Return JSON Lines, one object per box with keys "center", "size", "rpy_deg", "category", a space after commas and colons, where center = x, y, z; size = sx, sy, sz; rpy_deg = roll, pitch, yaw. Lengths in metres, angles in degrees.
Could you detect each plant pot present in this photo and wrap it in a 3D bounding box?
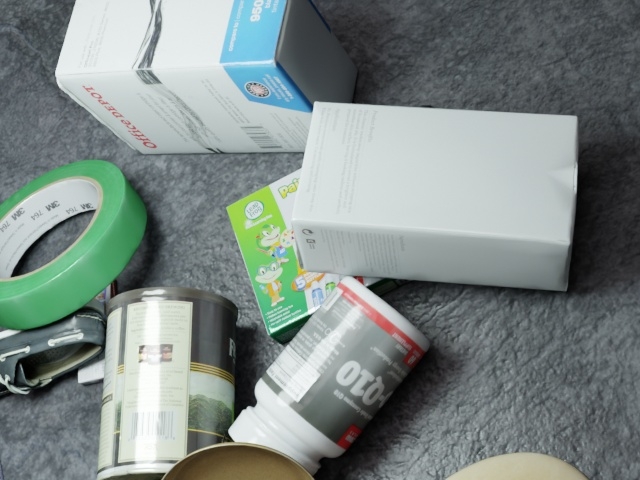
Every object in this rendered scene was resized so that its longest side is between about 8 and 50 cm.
{"center": [-0.109, 0.365, 1.622], "size": [0.236, 0.236, 0.032], "rpy_deg": [-23, 25, 14], "category": "plant pot"}

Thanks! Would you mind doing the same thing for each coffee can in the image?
{"center": [-0.227, 0.231, 1.758], "size": [0.202, 0.201, 0.275], "rpy_deg": [-9, 65, 20], "category": "coffee can"}

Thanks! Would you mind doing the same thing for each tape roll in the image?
{"center": [-0.444, 0.003, 1.958], "size": [0.321, 0.077, 0.321], "rpy_deg": [-19, 38, 16], "category": "tape roll"}

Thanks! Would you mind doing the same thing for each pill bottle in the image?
{"center": [0.011, 0.206, 1.686], "size": [0.161, 0.161, 0.283], "rpy_deg": [38, 87, 32], "category": "pill bottle"}

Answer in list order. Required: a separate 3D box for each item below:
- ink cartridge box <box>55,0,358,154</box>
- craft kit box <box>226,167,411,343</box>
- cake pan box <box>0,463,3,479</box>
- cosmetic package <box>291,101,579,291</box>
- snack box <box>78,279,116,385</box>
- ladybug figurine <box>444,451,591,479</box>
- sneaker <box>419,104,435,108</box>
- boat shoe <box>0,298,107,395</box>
{"center": [-0.178, -0.270, 1.901], "size": [0.395, 0.285, 0.166], "rpy_deg": [1, 68, 24], "category": "ink cartridge box"}
{"center": [0.000, 0.000, 1.844], "size": [0.250, 0.061, 0.246], "rpy_deg": [-27, 57, 11], "category": "craft kit box"}
{"center": [-0.628, 0.459, 1.920], "size": [0.246, 0.070, 0.266], "rpy_deg": [-26, 60, 10], "category": "cake pan box"}
{"center": [0.168, -0.064, 1.671], "size": [0.385, 0.156, 0.217], "rpy_deg": [7, 61, 10], "category": "cosmetic package"}
{"center": [-0.371, 0.149, 1.962], "size": [0.064, 0.022, 0.178], "rpy_deg": [-15, 63, 20], "category": "snack box"}
{"center": [0.207, 0.482, 1.479], "size": [0.305, 0.162, 0.449], "rpy_deg": [33, 84, 31], "category": "ladybug figurine"}
{"center": [0.142, -0.146, 1.836], "size": [0.085, 0.058, 0.152], "rpy_deg": [37, 82, 26], "category": "sneaker"}
{"center": [-0.479, 0.197, 1.924], "size": [0.303, 0.114, 0.091], "rpy_deg": [-32, 51, 20], "category": "boat shoe"}
